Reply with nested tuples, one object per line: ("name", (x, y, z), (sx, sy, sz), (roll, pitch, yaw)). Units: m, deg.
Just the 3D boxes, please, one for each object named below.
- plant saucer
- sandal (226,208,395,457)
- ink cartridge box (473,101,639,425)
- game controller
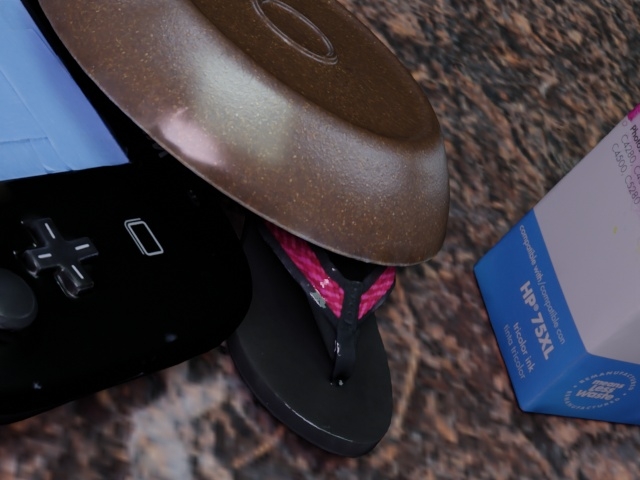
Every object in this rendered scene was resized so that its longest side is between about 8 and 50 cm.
("plant saucer", (-0.019, -0.071, 0.549), (0.198, 0.036, 0.198), (32, 24, -16))
("sandal", (0.000, 0.000, 0.541), (0.067, 0.040, 0.179), (20, 45, -26))
("ink cartridge box", (0.186, -0.015, 0.553), (0.134, 0.231, 0.078), (10, 49, -31))
("game controller", (-0.150, -0.081, 0.475), (0.166, 0.067, 0.319), (-20, 69, -46))
